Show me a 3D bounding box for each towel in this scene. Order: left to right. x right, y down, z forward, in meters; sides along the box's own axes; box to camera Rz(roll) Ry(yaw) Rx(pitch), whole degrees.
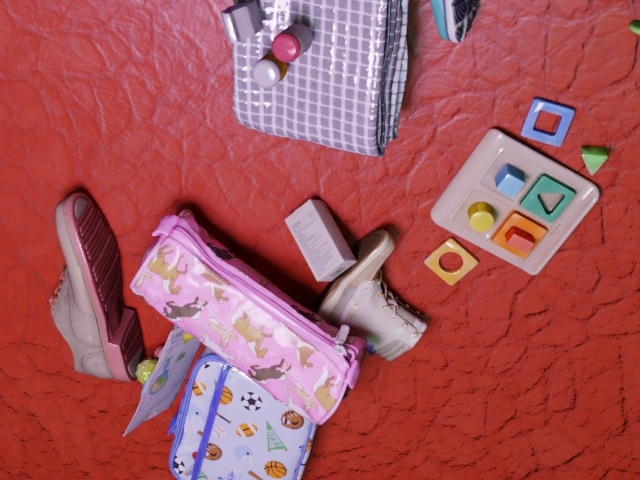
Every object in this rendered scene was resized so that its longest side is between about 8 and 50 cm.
[{"bbox_3d":[-0.004,-0.268,1.680,0.235,0.121,0.284,15,123,22],"label":"towel"}]

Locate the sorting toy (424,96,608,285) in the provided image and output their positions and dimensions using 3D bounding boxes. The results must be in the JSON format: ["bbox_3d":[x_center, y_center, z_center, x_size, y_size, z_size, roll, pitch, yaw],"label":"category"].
[{"bbox_3d":[0.289,-0.048,1.849,0.196,0.047,0.348,29,120,-9],"label":"sorting toy"}]

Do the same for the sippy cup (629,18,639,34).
[{"bbox_3d":[0.424,-0.423,1.528,0.224,0.240,0.306,3,78,17],"label":"sippy cup"}]

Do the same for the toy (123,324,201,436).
[{"bbox_3d":[-0.259,0.202,2.030,0.056,0.137,0.237,40,122,15],"label":"toy"}]

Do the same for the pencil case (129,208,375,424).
[{"bbox_3d":[-0.109,0.116,1.893,0.386,0.160,0.167,35,104,3],"label":"pencil case"}]

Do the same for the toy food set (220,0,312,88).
[{"bbox_3d":[-0.087,-0.301,1.564,0.111,0.104,0.232,-8,111,23],"label":"toy food set"}]

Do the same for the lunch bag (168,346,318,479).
[{"bbox_3d":[-0.131,0.310,2.075,0.243,0.115,0.303,18,119,0],"label":"lunch bag"}]

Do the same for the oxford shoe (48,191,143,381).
[{"bbox_3d":[-0.386,0.085,1.975,0.130,0.123,0.348,-2,119,14],"label":"oxford shoe"}]

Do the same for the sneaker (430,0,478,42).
[{"bbox_3d":[0.140,-0.397,1.656,0.110,0.107,0.275,-6,116,33],"label":"sneaker"}]

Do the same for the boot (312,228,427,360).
[{"bbox_3d":[0.101,0.089,1.935,0.165,0.077,0.213,30,126,-9],"label":"boot"}]

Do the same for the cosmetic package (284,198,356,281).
[{"bbox_3d":[0.000,0.000,1.882,0.060,0.041,0.115,-37,69,27],"label":"cosmetic package"}]
